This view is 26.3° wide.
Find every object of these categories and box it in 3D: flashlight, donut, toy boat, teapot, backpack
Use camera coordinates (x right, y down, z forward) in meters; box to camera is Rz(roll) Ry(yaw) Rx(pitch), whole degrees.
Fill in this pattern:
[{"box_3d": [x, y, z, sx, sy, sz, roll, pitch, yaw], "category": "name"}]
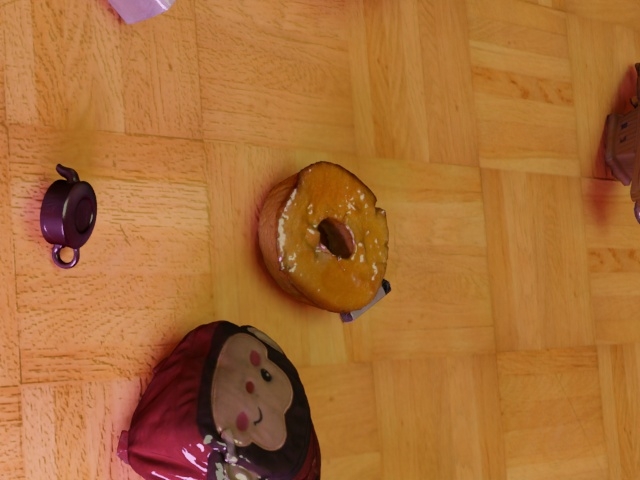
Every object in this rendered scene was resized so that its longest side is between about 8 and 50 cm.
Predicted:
[{"box_3d": [0.054, 0.071, 1.632, 0.083, 0.018, 0.018, -36, 107, -45], "category": "flashlight"}, {"box_3d": [0.000, 0.000, 1.556, 0.178, 0.065, 0.162, 50, 56, -30], "category": "donut"}, {"box_3d": [0.493, -0.155, 2.073, 0.089, 0.121, 0.321, 45, 39, -32], "category": "toy boat"}, {"box_3d": [-0.245, -0.023, 1.310, 0.068, 0.045, 0.100, -18, 115, -68], "category": "teapot"}, {"box_3d": [-0.085, 0.205, 1.380, 0.229, 0.139, 0.229, 38, 39, -38], "category": "backpack"}]

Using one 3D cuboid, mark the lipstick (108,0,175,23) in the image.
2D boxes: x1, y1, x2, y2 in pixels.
[{"box_3d": [-0.233, -0.334, 1.351, 0.253, 0.077, 0.079, 50, 51, -30], "category": "lipstick"}]
